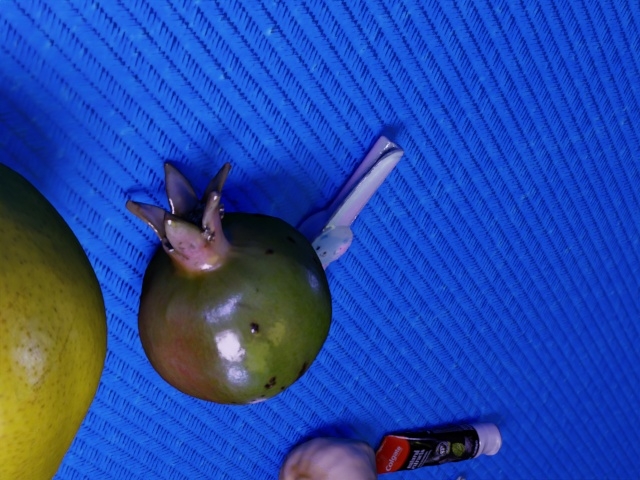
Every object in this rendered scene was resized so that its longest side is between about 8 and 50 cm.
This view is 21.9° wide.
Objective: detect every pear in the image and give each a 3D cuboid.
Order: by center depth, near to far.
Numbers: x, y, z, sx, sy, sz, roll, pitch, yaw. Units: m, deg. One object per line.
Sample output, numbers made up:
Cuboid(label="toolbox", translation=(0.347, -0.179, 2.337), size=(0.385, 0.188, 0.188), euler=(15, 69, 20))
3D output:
Cuboid(label="pear", translation=(-0.287, 0.068, 1.183), size=(0.294, 0.294, 0.294), euler=(-28, 146, -21))

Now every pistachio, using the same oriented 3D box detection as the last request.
Cuboid(label="pistachio", translation=(0.017, 0.302, 1.924), size=(0.145, 0.117, 0.200), euler=(-40, 149, -12))

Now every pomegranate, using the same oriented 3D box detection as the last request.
Cuboid(label="pomegranate", translation=(-0.089, 0.036, 1.459), size=(0.181, 0.181, 0.224), euler=(-36, 127, -10))

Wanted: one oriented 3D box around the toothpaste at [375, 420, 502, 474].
Cuboid(label="toothpaste", translation=(0.141, 0.262, 2.086), size=(0.193, 0.045, 0.071), euler=(-2, 131, -38))

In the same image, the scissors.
Cuboid(label="scissors", translation=(0.000, 0.000, 1.624), size=(0.125, 0.030, 0.256), euler=(5, 128, -49))

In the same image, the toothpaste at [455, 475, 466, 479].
Cuboid(label="toothpaste", translation=(0.142, 0.396, 2.254), size=(0.049, 0.031, 0.204), euler=(0, 131, -46))
